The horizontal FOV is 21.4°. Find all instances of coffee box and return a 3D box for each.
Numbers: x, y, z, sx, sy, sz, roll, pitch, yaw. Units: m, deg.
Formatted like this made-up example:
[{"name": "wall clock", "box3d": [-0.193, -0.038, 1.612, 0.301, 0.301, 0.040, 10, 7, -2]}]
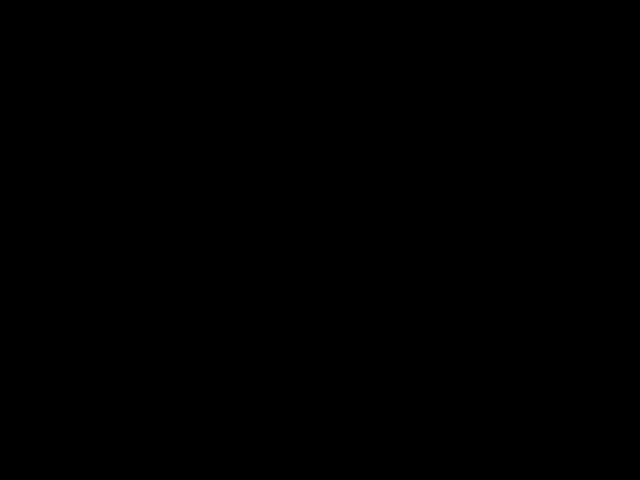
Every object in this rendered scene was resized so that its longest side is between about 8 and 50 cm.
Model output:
[{"name": "coffee box", "box3d": [0.047, 0.048, 0.136, 0.338, 0.338, 0.334, 37, 164, 12]}]
